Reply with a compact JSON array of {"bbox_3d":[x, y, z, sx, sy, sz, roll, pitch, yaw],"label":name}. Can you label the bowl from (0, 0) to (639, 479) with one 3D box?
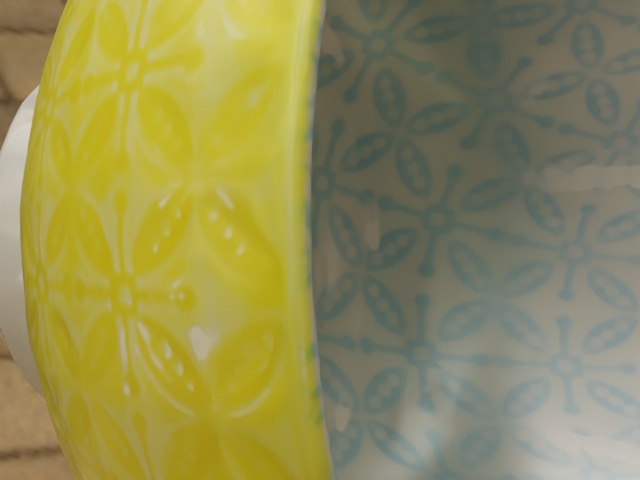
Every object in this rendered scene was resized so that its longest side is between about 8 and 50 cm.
[{"bbox_3d":[0.000,0.000,0.475,0.156,0.289,0.289,-2,17,29],"label":"bowl"}]
